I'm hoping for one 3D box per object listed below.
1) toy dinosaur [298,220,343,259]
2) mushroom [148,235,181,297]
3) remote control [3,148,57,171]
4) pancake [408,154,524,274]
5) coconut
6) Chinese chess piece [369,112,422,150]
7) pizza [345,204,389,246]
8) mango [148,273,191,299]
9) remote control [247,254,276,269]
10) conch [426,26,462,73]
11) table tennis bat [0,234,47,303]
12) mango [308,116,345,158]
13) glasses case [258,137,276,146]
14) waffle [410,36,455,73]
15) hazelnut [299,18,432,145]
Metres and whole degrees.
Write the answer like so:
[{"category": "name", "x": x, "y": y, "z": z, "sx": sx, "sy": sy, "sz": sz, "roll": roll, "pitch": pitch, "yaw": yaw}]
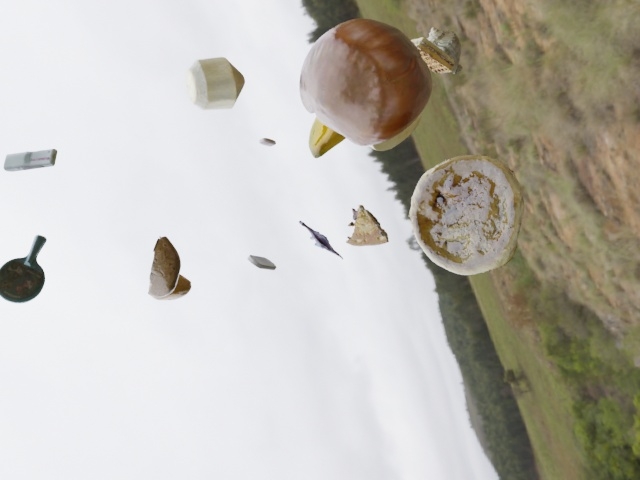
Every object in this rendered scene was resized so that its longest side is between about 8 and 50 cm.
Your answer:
[{"category": "toy dinosaur", "x": 0.000, "y": 0.000, "z": 1.907, "sx": 0.197, "sy": 0.045, "sz": 0.080, "roll": 42, "pitch": 176, "yaw": -8}, {"category": "mushroom", "x": -0.503, "y": 0.095, "z": 1.838, "sx": 0.072, "sy": 0.094, "sz": 0.209, "roll": -103, "pitch": 28, "yaw": -77}, {"category": "remote control", "x": -0.918, "y": -0.255, "z": 1.793, "sx": 0.029, "sy": 0.166, "sz": 0.065, "roll": 70, "pitch": -164, "yaw": -61}, {"category": "pancake", "x": 0.414, "y": -0.070, "z": 1.634, "sx": 0.065, "sy": 0.356, "sz": 0.355, "roll": -18, "pitch": -87, "yaw": -56}, {"category": "coconut", "x": -0.403, "y": -0.609, "z": 2.208, "sx": 0.202, "sy": 0.222, "sz": 0.202, "roll": 40, "pitch": 136, "yaw": 54}, {"category": "Chinese chess piece", "x": 0.265, "y": -0.455, "z": 2.146, "sx": 0.097, "sy": 0.251, "sz": 0.251, "roll": 55, "pitch": -174, "yaw": 22}, {"category": "pizza", "x": 0.157, "y": -0.059, "z": 2.012, "sx": 0.069, "sy": 0.154, "sz": 0.193, "roll": -79, "pitch": -20, "yaw": -46}, {"category": "mango", "x": -0.654, "y": 0.204, "z": 2.505, "sx": 0.109, "sy": 0.147, "sz": 0.227, "roll": 47, "pitch": -160, "yaw": 25}, {"category": "remote control", "x": -0.246, "y": 0.094, "z": 2.397, "sx": 0.077, "sy": 0.022, "sz": 0.245, "roll": 36, "pitch": -176, "yaw": 13}, {"category": "conch", "x": 0.477, "y": -0.724, "z": 2.182, "sx": 0.155, "sy": 0.130, "sz": 0.207, "roll": -51, "pitch": -61, "yaw": -31}, {"category": "table tennis bat", "x": -0.820, "y": 0.077, "z": 1.580, "sx": 0.033, "sy": 0.124, "sz": 0.201, "roll": -18, "pitch": 50, "yaw": 66}, {"category": "mango", "x": 0.052, "y": -0.493, "z": 2.444, "sx": 0.176, "sy": 0.316, "sz": 0.119, "roll": 36, "pitch": -179, "yaw": 26}, {"category": "glasses case", "x": -0.194, "y": -0.360, "z": 2.078, "sx": 0.083, "sy": 0.032, "sz": 0.021, "roll": 4, "pitch": -113, "yaw": -62}, {"category": "waffle", "x": 0.356, "y": -0.596, "z": 1.833, "sx": 0.148, "sy": 0.042, "sz": 0.102, "roll": 28, "pitch": -178, "yaw": -21}, {"category": "hazelnut", "x": 0.122, "y": -0.430, "z": 1.516, "sx": 0.315, "sy": 0.373, "sz": 0.372, "roll": 103, "pitch": 164, "yaw": -55}]
